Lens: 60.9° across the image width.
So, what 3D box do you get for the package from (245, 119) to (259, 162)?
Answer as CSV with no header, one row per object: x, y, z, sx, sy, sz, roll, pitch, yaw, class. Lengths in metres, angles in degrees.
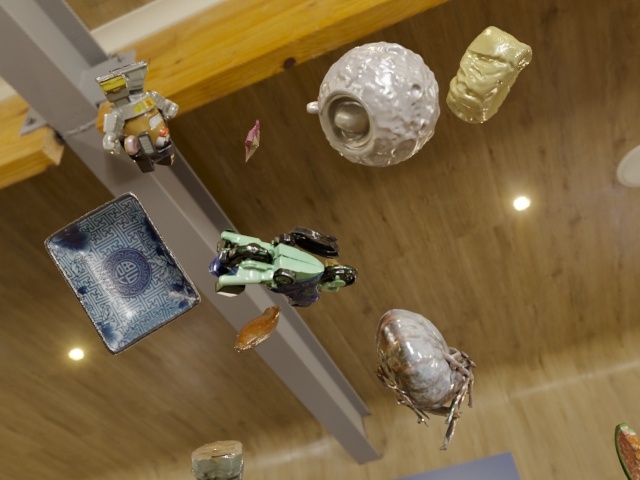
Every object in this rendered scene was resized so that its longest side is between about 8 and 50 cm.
-0.148,-0.214,1.180,0.029,0.059,0.083,16,-35,-12,package

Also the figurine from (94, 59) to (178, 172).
-0.499,-0.334,1.499,0.143,0.308,0.308,16,-25,37,figurine

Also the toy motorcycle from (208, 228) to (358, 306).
-0.085,0.076,1.228,0.331,0.125,0.196,14,-32,-30,toy motorcycle

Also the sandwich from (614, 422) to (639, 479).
0.477,0.338,0.809,0.029,0.135,0.067,-16,-19,-3,sandwich

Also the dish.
-0.351,0.059,0.989,0.182,0.243,0.080,-32,-4,-10,dish

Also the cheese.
0.392,-0.376,1.269,0.226,0.117,0.213,-10,-47,-59,cheese

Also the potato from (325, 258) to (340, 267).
0.045,0.093,1.860,0.051,0.083,0.040,-11,-33,-26,potato

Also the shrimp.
0.157,0.197,0.762,0.116,0.145,0.343,-43,-35,-3,shrimp

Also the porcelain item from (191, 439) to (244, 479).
-0.148,0.424,0.832,0.081,0.215,0.069,-7,-1,-7,porcelain item

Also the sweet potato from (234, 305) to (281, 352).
-0.131,0.194,1.215,0.057,0.057,0.264,-26,1,19,sweet potato

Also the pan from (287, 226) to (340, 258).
0.000,0.000,1.239,0.136,0.028,0.235,27,-13,-12,pan

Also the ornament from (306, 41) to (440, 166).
0.165,-0.374,1.497,0.338,0.336,0.337,-5,-40,-4,ornament
